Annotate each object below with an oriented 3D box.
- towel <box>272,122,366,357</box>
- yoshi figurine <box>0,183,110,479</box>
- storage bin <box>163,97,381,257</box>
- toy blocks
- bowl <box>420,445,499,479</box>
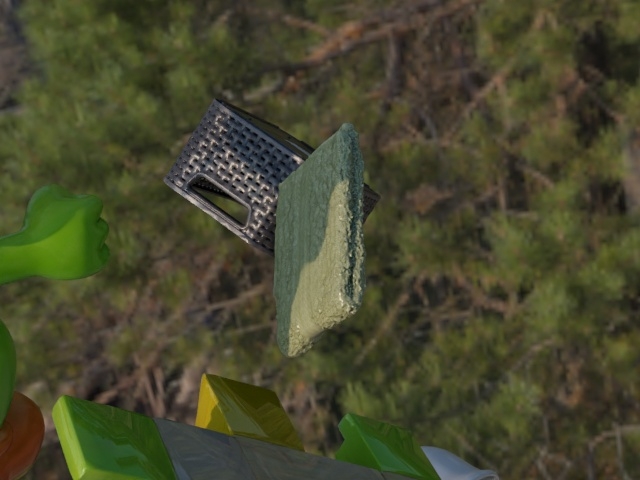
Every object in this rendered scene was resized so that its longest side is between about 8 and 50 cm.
[{"bbox_3d":[0.000,0.000,0.980,0.027,0.110,0.148,13,60,-24],"label":"towel"},{"bbox_3d":[-0.245,-0.026,0.815,0.204,0.362,0.203,-18,40,-29],"label":"yoshi figurine"},{"bbox_3d":[-0.037,-0.045,1.197,0.122,0.084,0.180,35,7,19],"label":"storage bin"},{"bbox_3d":[-0.021,0.246,0.722,0.381,0.261,0.190,20,24,-36],"label":"toy blocks"},{"bbox_3d":[0.073,0.356,1.730,0.298,0.298,0.134,-31,61,-32],"label":"bowl"}]
